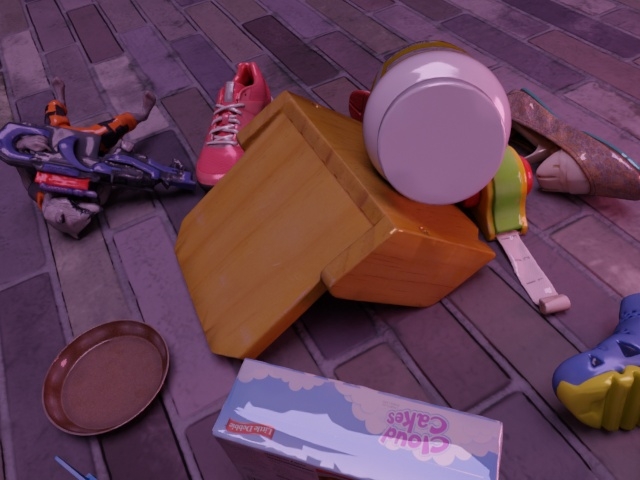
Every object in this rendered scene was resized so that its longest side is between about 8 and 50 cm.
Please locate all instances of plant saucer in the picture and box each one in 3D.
[{"bbox_3d":[-0.284,0.184,0.694,0.169,0.029,0.168,-4,49,4],"label":"plant saucer"}]

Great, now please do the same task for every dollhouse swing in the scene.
[{"bbox_3d":[0.000,0.000,0.802,0.315,0.305,0.346,12,32,-41],"label":"dollhouse swing"}]

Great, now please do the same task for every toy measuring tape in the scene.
[{"bbox_3d":[0.284,-0.050,0.773,0.122,0.121,0.330,-12,48,-3],"label":"toy measuring tape"}]

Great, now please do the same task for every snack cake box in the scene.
[{"bbox_3d":[0.039,0.222,0.534,0.265,0.152,0.089,10,50,16],"label":"snack cake box"}]

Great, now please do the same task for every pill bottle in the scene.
[{"bbox_3d":[0.156,-0.172,0.720,0.188,0.187,0.334,1,25,9],"label":"pill bottle"}]

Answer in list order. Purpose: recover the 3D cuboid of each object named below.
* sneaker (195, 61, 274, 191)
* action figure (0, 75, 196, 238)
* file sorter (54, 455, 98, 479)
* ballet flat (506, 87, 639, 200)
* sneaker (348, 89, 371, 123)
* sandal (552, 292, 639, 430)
[{"bbox_3d":[-0.172,-0.223,0.973,0.116,0.136,0.313,3,49,12],"label":"sneaker"},{"bbox_3d":[-0.404,-0.145,0.960,0.342,0.178,0.330,16,54,-15],"label":"action figure"},{"bbox_3d":[-0.277,0.327,0.515,0.118,0.104,0.170,22,55,25],"label":"file sorter"},{"bbox_3d":[0.391,-0.145,0.868,0.106,0.107,0.316,-34,44,4],"label":"ballet flat"},{"bbox_3d":[0.167,-0.240,0.999,0.128,0.087,0.221,-26,51,-35],"label":"sneaker"},{"bbox_3d":[0.404,0.120,0.609,0.318,0.126,0.138,-13,44,-15],"label":"sandal"}]
